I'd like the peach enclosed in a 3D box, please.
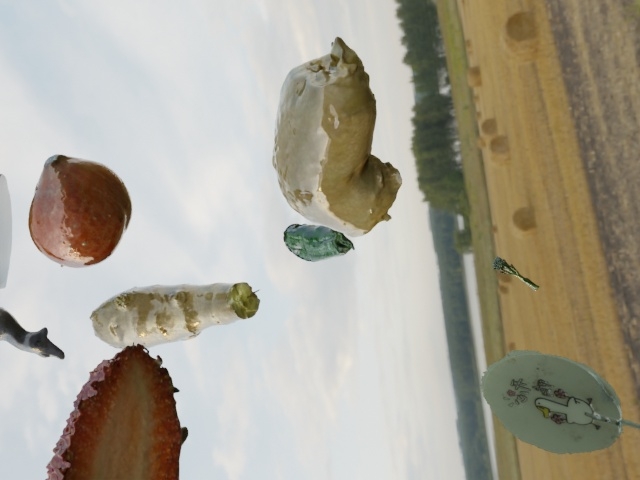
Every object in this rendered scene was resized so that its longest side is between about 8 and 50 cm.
[{"bbox_3d":[-0.483,-0.068,1.364,0.232,0.232,0.232,-8,-90,-79],"label":"peach"}]

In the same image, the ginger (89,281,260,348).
[{"bbox_3d":[-0.299,0.180,1.491,0.236,0.375,0.166,79,-158,-48],"label":"ginger"}]

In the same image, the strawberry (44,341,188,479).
[{"bbox_3d":[-0.330,0.335,1.130,0.233,0.138,0.306,36,-131,-36],"label":"strawberry"}]

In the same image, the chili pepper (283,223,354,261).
[{"bbox_3d":[0.002,0.000,1.561,0.061,0.224,0.098,3,-93,-42],"label":"chili pepper"}]

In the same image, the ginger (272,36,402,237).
[{"bbox_3d":[0.011,-0.122,0.868,0.138,0.152,0.267,-110,4,-51],"label":"ginger"}]

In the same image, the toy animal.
[{"bbox_3d":[-0.709,0.157,1.381,0.081,0.367,0.205,-76,-18,-65],"label":"toy animal"}]

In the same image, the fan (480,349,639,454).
[{"bbox_3d":[0.470,0.295,1.145,0.233,0.415,0.012,-50,-31,-47],"label":"fan"}]

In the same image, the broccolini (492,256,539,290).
[{"bbox_3d":[0.487,0.089,1.723,0.035,0.140,0.030,-56,11,-4],"label":"broccolini"}]

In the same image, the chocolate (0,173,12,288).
[{"bbox_3d":[-0.800,-0.022,1.531,0.283,0.186,0.283,179,90,-75],"label":"chocolate"}]
